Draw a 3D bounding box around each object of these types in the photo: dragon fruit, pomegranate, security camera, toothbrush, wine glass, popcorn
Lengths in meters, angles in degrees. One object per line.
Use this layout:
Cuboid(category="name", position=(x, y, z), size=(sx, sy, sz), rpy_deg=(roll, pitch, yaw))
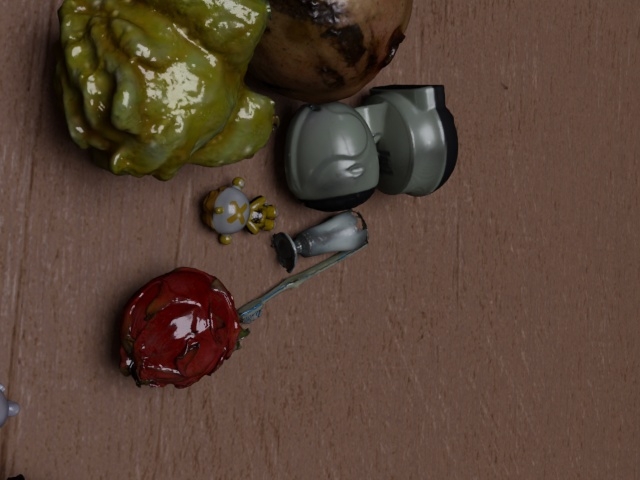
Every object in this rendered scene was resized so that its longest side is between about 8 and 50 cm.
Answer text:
Cuboid(category="dragon fruit", position=(-0.201, 0.126, 1.502), size=(0.209, 0.172, 0.172), rpy_deg=(-19, 99, -50))
Cuboid(category="pomegranate", position=(-0.001, -0.360, 1.574), size=(0.322, 0.322, 0.322), rpy_deg=(2, 87, -36))
Cuboid(category="security camera", position=(0.067, -0.147, 1.704), size=(0.277, 0.197, 0.191), rpy_deg=(-14, 105, -29))
Cuboid(category="toothbrush", position=(-0.025, 0.060, 1.721), size=(0.294, 0.026, 0.028), rpy_deg=(-33, 125, -32))
Cuboid(category="wine glass", position=(0.000, 0.000, 1.714), size=(0.155, 0.072, 0.072), rpy_deg=(-18, 98, -34))
Cuboid(category="popcorn", position=(-0.217, -0.243, 1.416), size=(0.290, 0.325, 0.321), rpy_deg=(-23, 94, -51))

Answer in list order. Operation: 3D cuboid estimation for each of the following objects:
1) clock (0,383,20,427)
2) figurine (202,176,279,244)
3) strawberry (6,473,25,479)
Cuboid(category="clock", position=(-0.484, 0.202, 1.347), size=(0.176, 0.080, 0.117), rpy_deg=(50, 62, -24))
Cuboid(category="figurine", position=(-0.125, -0.038, 1.632), size=(0.143, 0.068, 0.101), rpy_deg=(43, 71, -45))
Cuboid(category="strawberry", position=(-0.406, 0.454, 1.331), size=(0.261, 0.257, 0.261), rpy_deg=(34, 40, -35))
